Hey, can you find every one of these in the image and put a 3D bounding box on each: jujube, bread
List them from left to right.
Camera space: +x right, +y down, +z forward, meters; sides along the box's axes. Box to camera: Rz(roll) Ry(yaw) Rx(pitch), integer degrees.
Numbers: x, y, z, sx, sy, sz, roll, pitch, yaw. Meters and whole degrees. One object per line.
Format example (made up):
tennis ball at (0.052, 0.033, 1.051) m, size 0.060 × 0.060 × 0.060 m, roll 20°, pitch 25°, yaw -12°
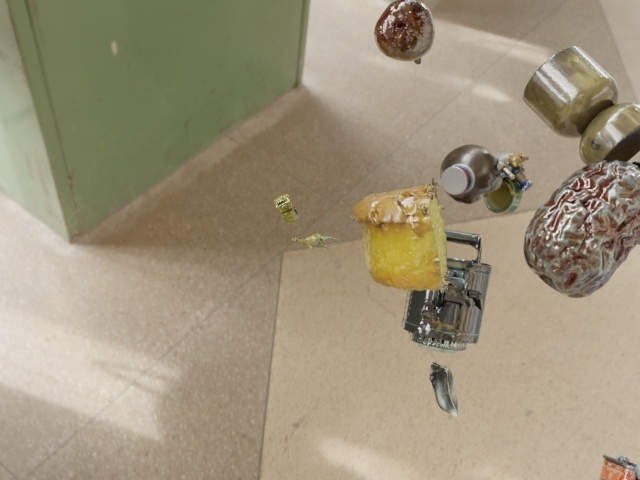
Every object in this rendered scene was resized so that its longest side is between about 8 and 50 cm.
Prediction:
bread at (0.127, -0.008, 1.129) m, size 0.147 × 0.160 × 0.260 m, roll -9°, pitch 11°, yaw 11°
jujube at (0.574, -0.030, 1.542) m, size 0.226 × 0.226 × 0.317 m, roll 40°, pitch 80°, yaw 24°

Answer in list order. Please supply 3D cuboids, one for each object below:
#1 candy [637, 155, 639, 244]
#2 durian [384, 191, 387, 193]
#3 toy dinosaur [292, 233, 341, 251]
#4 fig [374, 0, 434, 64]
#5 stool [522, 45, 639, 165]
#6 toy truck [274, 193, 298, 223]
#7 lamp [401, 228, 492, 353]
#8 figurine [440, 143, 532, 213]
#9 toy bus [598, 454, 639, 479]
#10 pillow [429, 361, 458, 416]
candy at (0.830, -0.113, 1.783) m, size 0.101 × 0.143 × 0.271 m, roll 1°, pitch 93°, yaw -15°
durian at (0.149, -0.058, 1.724) m, size 0.071 × 0.140 × 0.110 m, roll -6°, pitch 88°, yaw 11°
toy dinosaur at (0.001, 0.002, 1.256) m, size 0.113 × 0.026 × 0.041 m, roll -1°, pitch 17°, yaw -36°
fig at (0.255, -0.565, 2.035) m, size 0.145 × 0.274 × 0.170 m, roll 37°, pitch 95°, yaw 24°
stool at (0.624, -0.303, 1.680) m, size 0.179 × 0.179 × 0.264 m, roll -23°, pitch 62°, yaw -25°
toy truck at (-0.099, -0.093, 2.091) m, size 0.049 × 0.083 × 0.054 m, roll -24°, pitch 40°, yaw 3°
lamp at (0.324, 0.152, 1.878) m, size 0.205 × 0.272 × 0.374 m, roll 11°, pitch 21°, yaw 5°
figurine at (0.387, -0.152, 1.760) m, size 0.276 × 0.161 × 0.158 m, roll 4°, pitch 86°, yaw -36°
toy bus at (0.522, 0.396, 1.119) m, size 0.174 × 0.079 × 0.077 m, roll 24°, pitch 82°, yaw -5°
pillow at (0.318, 0.380, 1.845) m, size 0.055 × 0.091 × 0.135 m, roll -19°, pitch 95°, yaw -42°
